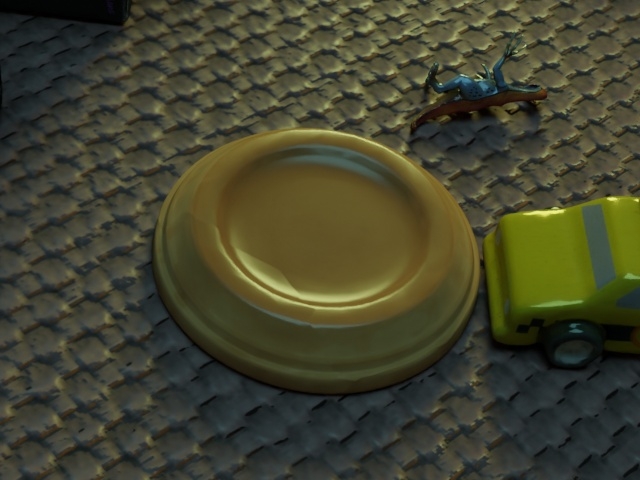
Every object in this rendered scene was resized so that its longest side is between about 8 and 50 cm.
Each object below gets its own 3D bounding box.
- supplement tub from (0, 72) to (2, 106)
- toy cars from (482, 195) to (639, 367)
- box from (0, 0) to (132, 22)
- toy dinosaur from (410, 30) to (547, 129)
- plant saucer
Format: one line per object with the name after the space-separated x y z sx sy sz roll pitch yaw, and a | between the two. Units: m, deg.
-0.249 -0.143 0.773 0.117 0.190 0.117 4 49 -5 | supplement tub
0.273 0.073 0.744 0.394 0.087 0.176 36 54 20 | toy cars
-0.254 -0.267 0.910 0.270 0.143 0.165 6 50 -5 | box
0.112 -0.099 0.910 0.082 0.047 0.090 22 83 -2 | toy dinosaur
0.000 0.000 0.794 0.200 0.037 0.200 5 49 -6 | plant saucer
